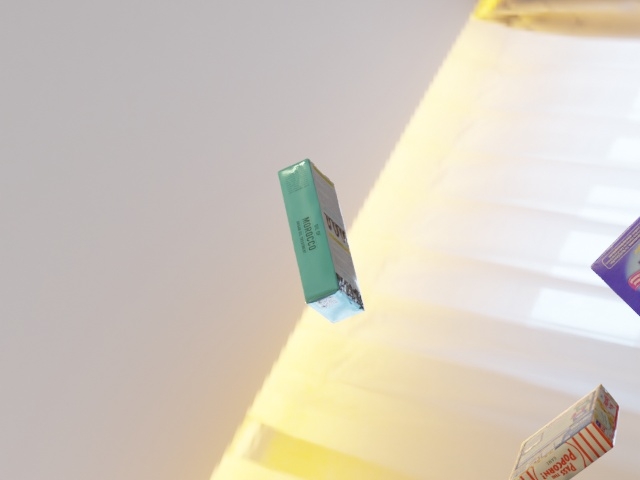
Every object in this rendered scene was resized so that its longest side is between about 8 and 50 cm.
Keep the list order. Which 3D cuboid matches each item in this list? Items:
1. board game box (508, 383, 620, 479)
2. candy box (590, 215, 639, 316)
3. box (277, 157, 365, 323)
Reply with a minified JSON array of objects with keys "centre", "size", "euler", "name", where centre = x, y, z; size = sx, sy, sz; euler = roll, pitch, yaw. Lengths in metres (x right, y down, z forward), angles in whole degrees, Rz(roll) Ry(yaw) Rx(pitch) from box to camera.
[{"centre":[0.329,0.274,1.698],"size":[0.045,0.147,0.193],"euler":[50,-162,3],"name":"board game box"},{"centre":[0.686,0.063,2.228],"size":[0.122,0.317,0.268],"euler":[-28,-18,-50],"name":"candy box"},{"centre":[0.000,0.000,1.985],"size":[0.100,0.060,0.244],"euler":[42,-150,-54],"name":"box"}]
